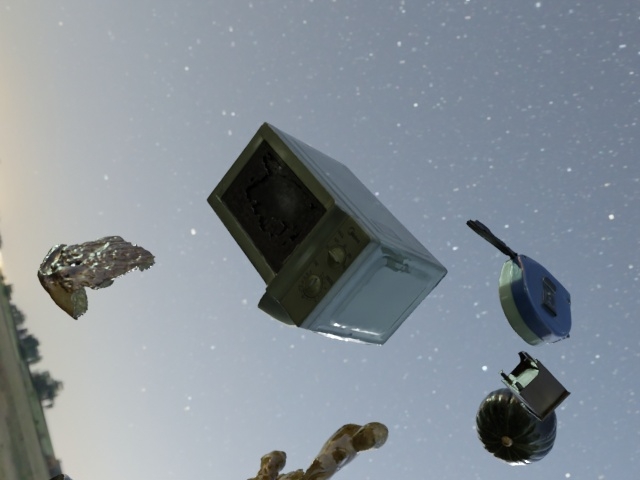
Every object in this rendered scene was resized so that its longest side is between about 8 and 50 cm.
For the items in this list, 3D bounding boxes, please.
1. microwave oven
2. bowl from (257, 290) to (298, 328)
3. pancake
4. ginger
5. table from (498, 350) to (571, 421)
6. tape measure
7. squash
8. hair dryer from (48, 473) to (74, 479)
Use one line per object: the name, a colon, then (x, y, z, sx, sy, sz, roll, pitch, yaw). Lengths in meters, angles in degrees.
microwave oven: (0.000, 0.000, 1.261, 0.218, 0.286, 0.355, -51, -128, 14)
bowl: (0.006, 0.110, 1.618, 0.146, 0.289, 0.289, 46, -32, 10)
pancake: (-0.448, 0.056, 1.316, 0.212, 0.257, 0.056, 13, -67, 23)
ginger: (-0.009, 0.319, 0.973, 0.193, 0.176, 0.052, -16, -68, 37)
table: (0.365, 0.249, 1.207, 0.082, 0.070, 0.083, 46, -1, -10)
tape measure: (0.480, 0.106, 1.683, 0.098, 0.351, 0.215, -35, -154, 38)
squash: (0.513, 0.482, 1.821, 0.218, 0.172, 0.218, 20, -61, 40)
hair dryer: (-0.273, 0.414, 0.859, 0.320, 0.156, 0.284, 51, -15, -21)
